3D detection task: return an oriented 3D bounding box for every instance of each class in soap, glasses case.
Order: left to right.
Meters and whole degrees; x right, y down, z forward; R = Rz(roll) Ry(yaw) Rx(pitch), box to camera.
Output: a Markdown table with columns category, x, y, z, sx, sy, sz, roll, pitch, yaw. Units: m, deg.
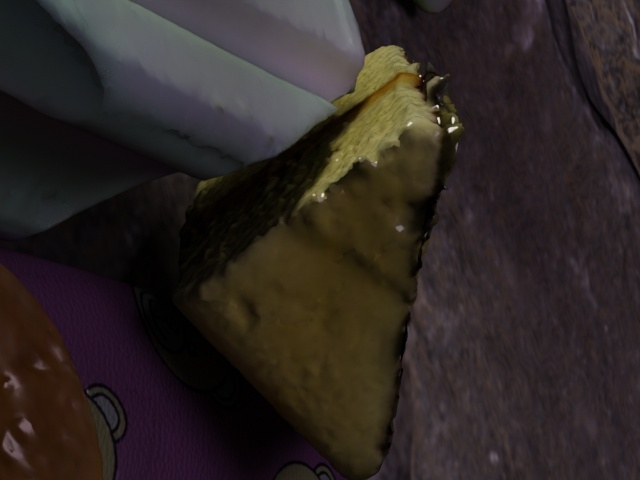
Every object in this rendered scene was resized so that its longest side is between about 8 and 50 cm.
| category | x | y | z | sx | sy | sz | roll | pitch | yaw |
| --- | --- | --- | --- | --- | --- | --- | --- | --- | --- |
| soap | -0.143 | -0.145 | 0.816 | 0.446 | 0.156 | 0.261 | 21 | 53 | -64 |
| glasses case | -0.080 | 0.090 | 0.933 | 0.316 | 0.076 | 0.123 | 24 | 53 | -51 |

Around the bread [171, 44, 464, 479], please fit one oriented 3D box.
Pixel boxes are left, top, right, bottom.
| category | x | y | z | sx | sy | sz | roll | pitch | yaw |
| --- | --- | --- | --- | --- | --- | --- | --- | --- | --- |
| bread | 0.000 | 0.000 | 0.980 | 0.266 | 0.142 | 0.178 | -84 | 169 | -77 |

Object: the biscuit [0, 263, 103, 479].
| category | x | y | z | sx | sy | sz | roll | pitch | yaw |
| --- | --- | --- | --- | --- | --- | --- | --- | --- | --- |
| biscuit | -0.143 | 0.154 | 0.723 | 0.275 | 0.052 | 0.355 | -24 | 90 | -55 |

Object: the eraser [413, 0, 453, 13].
| category | x | y | z | sx | sy | sz | roll | pitch | yaw |
| --- | --- | --- | --- | --- | --- | --- | --- | --- | --- |
| eraser | 0.059 | -0.325 | 1.361 | 0.210 | 0.092 | 0.274 | 44 | 39 | -37 |
